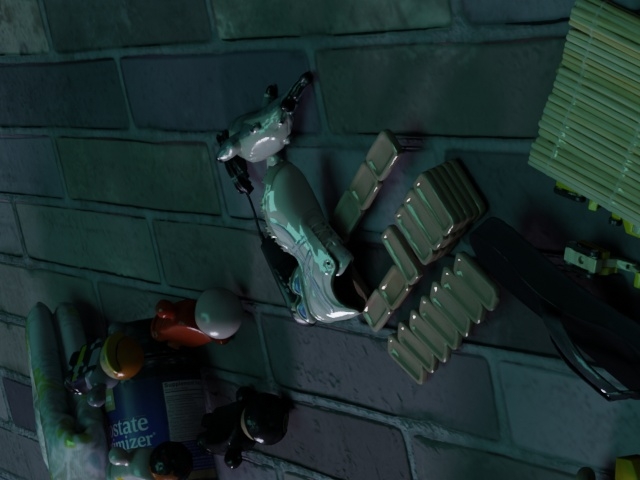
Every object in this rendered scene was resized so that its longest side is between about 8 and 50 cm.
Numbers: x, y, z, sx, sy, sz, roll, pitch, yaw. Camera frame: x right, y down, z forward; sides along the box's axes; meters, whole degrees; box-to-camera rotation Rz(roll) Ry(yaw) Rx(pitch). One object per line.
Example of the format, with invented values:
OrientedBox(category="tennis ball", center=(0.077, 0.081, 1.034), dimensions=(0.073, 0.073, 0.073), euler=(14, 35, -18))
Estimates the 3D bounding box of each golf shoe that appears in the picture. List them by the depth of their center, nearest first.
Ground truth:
OrientedBox(category="golf shoe", center=(0.000, 0.000, 1.533), dimensions=(0.086, 0.069, 0.176), euler=(1, 119, 44))

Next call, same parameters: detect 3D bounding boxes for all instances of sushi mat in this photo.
OrientedBox(category="sushi mat", center=(0.282, -0.061, 1.127), dimensions=(0.316, 0.019, 0.151), euler=(36, 125, 41))

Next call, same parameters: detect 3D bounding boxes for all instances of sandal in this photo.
OrientedBox(category="sandal", center=(0.209, 0.078, 1.258), dimensions=(0.254, 0.054, 0.097), euler=(41, 167, 36))

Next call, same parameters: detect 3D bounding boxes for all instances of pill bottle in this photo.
OrientedBox(category="pill bottle", center=(-0.201, 0.209, 1.878), dimensions=(0.123, 0.123, 0.219), euler=(-25, 72, 57))

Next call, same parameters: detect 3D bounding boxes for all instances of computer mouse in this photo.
OrientedBox(category="computer mouse", center=(-0.052, -0.018, 1.641), dimensions=(0.071, 0.041, 0.242), euler=(56, -171, -75))

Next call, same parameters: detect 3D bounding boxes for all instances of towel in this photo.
OrientedBox(category="towel", center=(-0.329, 0.295, 2.037), dimensions=(0.374, 0.090, 0.320), euler=(-120, 23, -60))

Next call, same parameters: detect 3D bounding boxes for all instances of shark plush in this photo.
OrientedBox(category="shark plush", center=(-0.060, -0.130, 1.578), dimensions=(0.161, 0.073, 0.067), euler=(122, 152, -57))

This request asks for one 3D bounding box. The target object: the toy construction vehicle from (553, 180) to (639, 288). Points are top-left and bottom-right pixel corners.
OrientedBox(category="toy construction vehicle", center=(0.232, -0.012, 1.239), dimensions=(0.098, 0.035, 0.086), euler=(23, 115, 46))

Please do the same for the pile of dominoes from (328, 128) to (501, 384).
OrientedBox(category="pile of dominoes", center=(0.092, 0.018, 1.470), dimensions=(0.196, 0.040, 0.251), euler=(59, 154, 16))

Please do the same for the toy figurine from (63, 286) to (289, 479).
OrientedBox(category="toy figurine", center=(-0.162, 0.174, 1.743), dimensions=(0.148, 0.209, 0.213), euler=(-21, 90, 51))

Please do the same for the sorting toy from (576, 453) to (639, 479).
OrientedBox(category="sorting toy", center=(0.246, 0.298, 1.266), dimensions=(0.229, 0.041, 0.307), euler=(-113, 17, -57))
